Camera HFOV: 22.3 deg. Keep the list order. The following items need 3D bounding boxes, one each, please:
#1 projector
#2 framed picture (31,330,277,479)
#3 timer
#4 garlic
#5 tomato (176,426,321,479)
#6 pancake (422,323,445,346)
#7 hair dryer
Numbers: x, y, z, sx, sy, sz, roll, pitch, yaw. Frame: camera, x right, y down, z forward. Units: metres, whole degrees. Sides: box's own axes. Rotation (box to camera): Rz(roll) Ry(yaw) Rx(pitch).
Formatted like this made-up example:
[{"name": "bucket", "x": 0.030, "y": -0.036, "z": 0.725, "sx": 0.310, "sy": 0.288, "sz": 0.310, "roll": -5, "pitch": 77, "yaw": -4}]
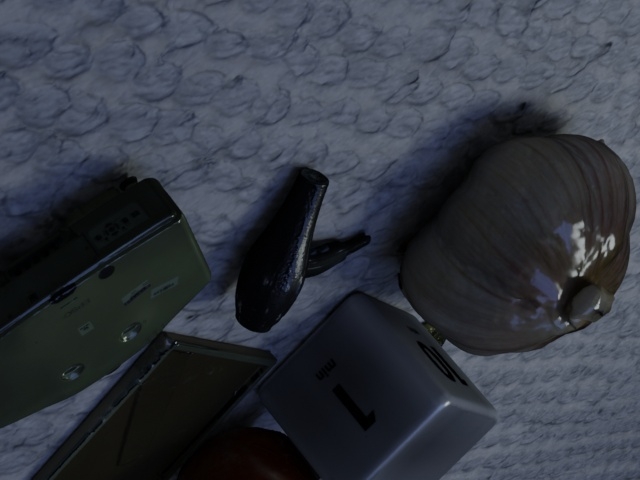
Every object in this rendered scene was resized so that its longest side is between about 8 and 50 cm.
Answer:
[{"name": "projector", "x": -0.240, "y": 0.064, "z": 1.563, "sx": 0.269, "sy": 0.088, "sz": 0.193, "roll": -35, "pitch": 153, "yaw": -9}, {"name": "framed picture", "x": -0.213, "y": 0.235, "z": 1.921, "sx": 0.315, "sy": 0.024, "sz": 0.232, "roll": -47, "pitch": 152, "yaw": 14}, {"name": "timer", "x": 0.074, "y": 0.209, "z": 2.055, "sx": 0.194, "sy": 0.195, "sz": 0.192, "roll": -47, "pitch": 152, "yaw": 10}, {"name": "garlic", "x": 0.254, "y": 0.008, "z": 1.979, "sx": 0.322, "sy": 0.241, "sz": 0.322, "roll": -38, "pitch": 174, "yaw": -5}, {"name": "tomato", "x": -0.102, "y": 0.332, "z": 2.013, "sx": 0.155, "sy": 0.214, "sz": 0.180, "roll": 15, "pitch": 107, "yaw": -43}, {"name": "pancake", "x": 0.134, "y": 0.148, "z": 2.232, "sx": 0.108, "sy": 0.017, "sz": 0.108, "roll": -32, "pitch": 155, "yaw": -17}, {"name": "hair dryer", "x": 0.000, "y": 0.000, "z": 1.823, "sx": 0.219, "sy": 0.075, "sz": 0.195, "roll": -16, "pitch": 136, "yaw": -56}]
